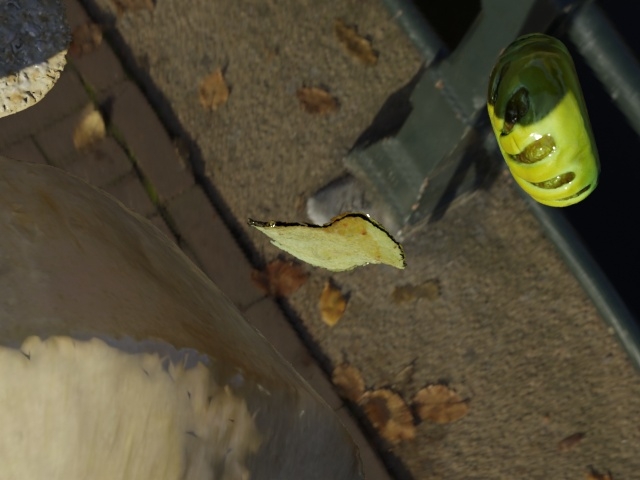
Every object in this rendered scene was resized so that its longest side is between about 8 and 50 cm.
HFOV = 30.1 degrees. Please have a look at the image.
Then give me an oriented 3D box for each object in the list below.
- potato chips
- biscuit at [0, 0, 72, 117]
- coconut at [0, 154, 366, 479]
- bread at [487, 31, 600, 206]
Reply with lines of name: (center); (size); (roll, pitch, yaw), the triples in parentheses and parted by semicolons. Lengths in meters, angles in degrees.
potato chips: (0.000, 0.000, 1.094); (0.142, 0.209, 0.026); (19, 78, -9)
biscuit: (-0.287, -0.175, 1.006); (0.152, 0.020, 0.152); (-1, 95, -17)
coconut: (-0.133, 0.121, 0.478); (0.328, 0.329, 0.329); (3, 73, -9)
bread: (0.163, -0.091, 0.878); (0.071, 0.130, 0.139); (-19, 36, 17)
